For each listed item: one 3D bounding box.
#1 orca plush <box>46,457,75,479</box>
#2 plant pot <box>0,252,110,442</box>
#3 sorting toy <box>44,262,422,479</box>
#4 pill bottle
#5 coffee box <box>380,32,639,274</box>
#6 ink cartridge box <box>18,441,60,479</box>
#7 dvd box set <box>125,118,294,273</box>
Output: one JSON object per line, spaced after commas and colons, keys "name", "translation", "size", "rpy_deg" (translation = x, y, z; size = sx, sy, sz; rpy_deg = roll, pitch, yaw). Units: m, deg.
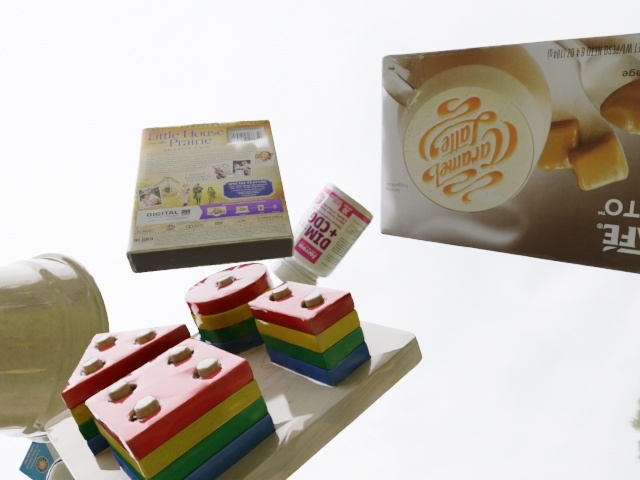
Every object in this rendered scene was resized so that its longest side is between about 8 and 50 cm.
{"name": "orca plush", "translation": [-0.458, 0.552, 1.030], "size": [0.151, 0.102, 0.287], "rpy_deg": [-37, -79, -25]}
{"name": "plant pot", "translation": [-0.563, 0.173, 0.803], "size": [0.334, 0.334, 0.305], "rpy_deg": [-60, -27, 10]}
{"name": "sorting toy", "translation": [-0.096, 0.106, 0.452], "size": [0.257, 0.255, 0.089], "rpy_deg": [-30, -70, -34]}
{"name": "pill bottle", "translation": [0.000, 0.000, 1.391], "size": [0.160, 0.160, 0.283], "rpy_deg": [32, -84, -43]}
{"name": "coffee box", "translation": [0.170, -0.063, 0.359], "size": [0.098, 0.246, 0.141], "rpy_deg": [-19, -66, -48]}
{"name": "ink cartridge box", "translation": [-0.530, 0.565, 1.356], "size": [0.285, 0.395, 0.166], "rpy_deg": [-60, -9, 11]}
{"name": "dvd box set", "translation": [-0.234, -0.115, 1.106], "size": [0.307, 0.420, 0.062], "rpy_deg": [-6, -45, -9]}
